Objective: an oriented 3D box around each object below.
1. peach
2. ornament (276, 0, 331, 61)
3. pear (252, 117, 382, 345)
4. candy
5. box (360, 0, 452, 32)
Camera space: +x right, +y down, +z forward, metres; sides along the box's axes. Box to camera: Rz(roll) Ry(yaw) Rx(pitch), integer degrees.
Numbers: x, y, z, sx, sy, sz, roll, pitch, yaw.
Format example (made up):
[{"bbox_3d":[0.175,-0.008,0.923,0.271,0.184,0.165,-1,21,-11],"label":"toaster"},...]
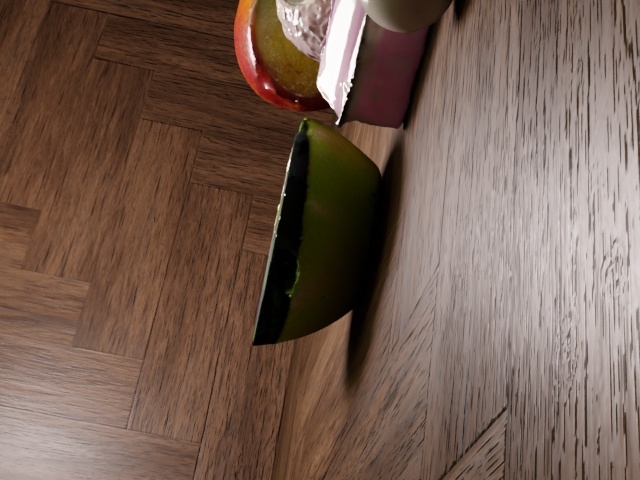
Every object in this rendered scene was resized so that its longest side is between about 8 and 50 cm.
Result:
[{"bbox_3d":[-0.017,-0.486,2.109,0.310,0.334,0.406,-135,57,-81],"label":"peach"},{"bbox_3d":[0.046,-0.461,1.817,0.259,0.225,0.260,-19,61,37],"label":"ornament"},{"bbox_3d":[0.004,-0.001,1.625,0.399,0.165,0.399,-169,90,-86],"label":"pear"},{"bbox_3d":[0.082,-0.316,1.466,0.156,0.115,0.265,-115,31,-50],"label":"candy"},{"bbox_3d":[0.132,-0.456,1.219,0.289,0.141,0.349,103,176,-47],"label":"box"}]
